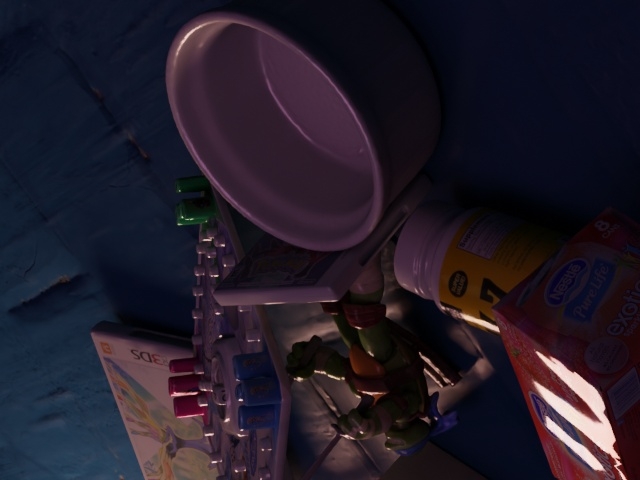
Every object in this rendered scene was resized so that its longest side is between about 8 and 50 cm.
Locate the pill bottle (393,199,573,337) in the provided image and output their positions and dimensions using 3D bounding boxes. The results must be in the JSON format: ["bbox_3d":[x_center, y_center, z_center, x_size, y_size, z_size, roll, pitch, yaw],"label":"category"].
[{"bbox_3d":[0.185,0.035,1.517,0.209,0.119,0.119,21,138,35],"label":"pill bottle"}]

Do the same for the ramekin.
[{"bbox_3d":[-0.011,-0.138,1.544,0.277,0.135,0.277,30,143,26],"label":"ramekin"}]

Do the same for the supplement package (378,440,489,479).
[{"bbox_3d":[0.148,0.393,1.887,0.194,0.149,0.203,32,142,23],"label":"supplement package"}]

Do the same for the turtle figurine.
[{"bbox_3d":[0.009,0.143,1.719,0.275,0.198,0.266,-9,105,13],"label":"turtle figurine"}]

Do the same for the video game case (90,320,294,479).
[{"bbox_3d":[-0.173,0.278,2.191,0.300,0.036,0.329,8,125,39],"label":"video game case"}]

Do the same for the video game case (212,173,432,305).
[{"bbox_3d":[0.000,0.000,1.626,0.201,0.183,0.023,-6,126,50],"label":"video game case"}]

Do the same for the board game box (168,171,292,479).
[{"bbox_3d":[-0.120,0.176,1.824,0.390,0.050,0.389,-113,22,-46],"label":"board game box"}]

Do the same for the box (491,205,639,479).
[{"bbox_3d":[0.285,0.134,1.394,0.142,0.154,0.300,40,164,41],"label":"box"}]
